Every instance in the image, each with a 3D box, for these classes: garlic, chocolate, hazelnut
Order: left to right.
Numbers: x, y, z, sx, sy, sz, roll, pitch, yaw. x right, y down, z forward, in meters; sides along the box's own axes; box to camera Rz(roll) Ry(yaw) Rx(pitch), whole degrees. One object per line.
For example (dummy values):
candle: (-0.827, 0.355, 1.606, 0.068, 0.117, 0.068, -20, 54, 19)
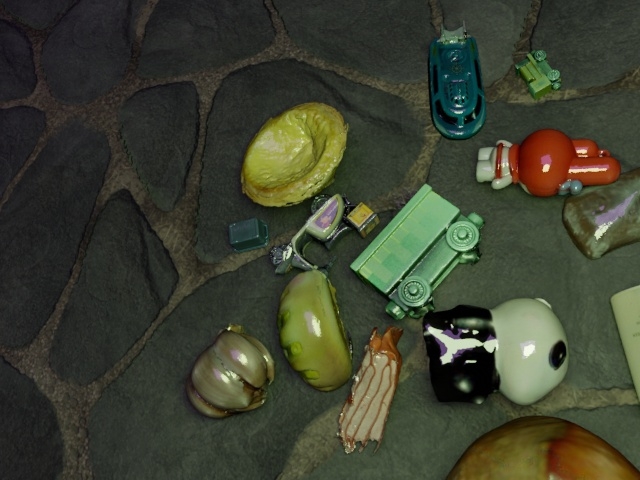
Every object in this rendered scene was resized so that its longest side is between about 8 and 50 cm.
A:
garlic: (-0.214, 0.302, 1.261, 0.214, 0.160, 0.191, -42, 59, -5)
hazelnut: (0.380, 0.470, 0.931, 0.366, 0.366, 0.365, -6, 69, 15)
chocolate: (0.645, -0.077, 1.185, 0.254, 0.080, 0.156, -23, 65, 8)

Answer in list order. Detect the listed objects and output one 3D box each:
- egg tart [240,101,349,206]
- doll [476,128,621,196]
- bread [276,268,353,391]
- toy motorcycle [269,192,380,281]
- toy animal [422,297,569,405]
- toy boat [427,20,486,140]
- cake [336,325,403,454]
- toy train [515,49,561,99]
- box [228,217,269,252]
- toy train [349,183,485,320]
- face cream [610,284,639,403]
egg tart: (-0.057, -0.198, 1.406, 0.315, 0.120, 0.315, -17, 54, 25)
doll: (0.493, -0.169, 1.235, 0.290, 0.130, 0.161, 2, 55, 24)
bread: (-0.028, 0.199, 1.235, 0.158, 0.156, 0.260, -17, 71, 10)
toy motorcycle: (0.000, 0.000, 1.348, 0.157, 0.091, 0.263, 41, 87, 22)
toy animal: (0.341, 0.221, 1.107, 0.267, 0.212, 0.212, -3, 69, 13)
toy boat: (0.333, -0.396, 1.397, 0.134, 0.092, 0.298, -5, 68, 11)
cake: (0.107, 0.315, 1.191, 0.098, 0.135, 0.287, 16, 84, 7)
toy train: (0.527, -0.402, 1.363, 0.081, 0.050, 0.122, -31, 66, 12)
box: (-0.185, -0.017, 1.429, 0.099, 0.054, 0.074, -14, 65, 12)
toy train: (0.221, 0.029, 1.253, 0.301, 0.120, 0.202, -47, 62, -4)
face cream: (0.660, 0.247, 1.034, 0.173, 0.081, 0.348, -30, 57, 48)
